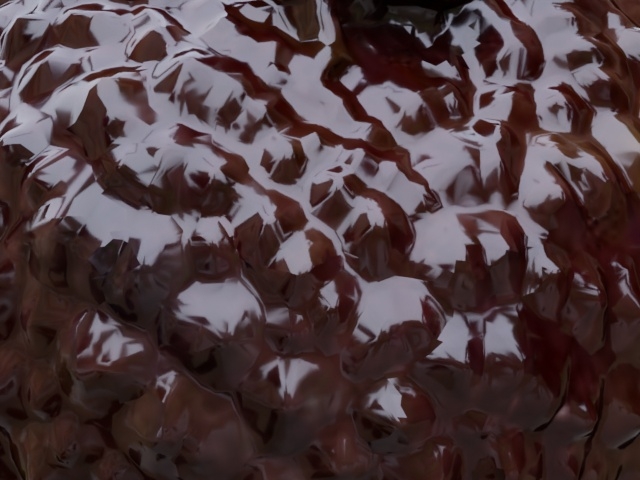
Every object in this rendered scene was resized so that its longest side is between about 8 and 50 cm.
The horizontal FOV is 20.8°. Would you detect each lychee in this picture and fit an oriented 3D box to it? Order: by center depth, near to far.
[{"bbox_3d":[0.000,0.000,0.521,0.264,0.300,0.264,-3,47,3],"label":"lychee"}]
